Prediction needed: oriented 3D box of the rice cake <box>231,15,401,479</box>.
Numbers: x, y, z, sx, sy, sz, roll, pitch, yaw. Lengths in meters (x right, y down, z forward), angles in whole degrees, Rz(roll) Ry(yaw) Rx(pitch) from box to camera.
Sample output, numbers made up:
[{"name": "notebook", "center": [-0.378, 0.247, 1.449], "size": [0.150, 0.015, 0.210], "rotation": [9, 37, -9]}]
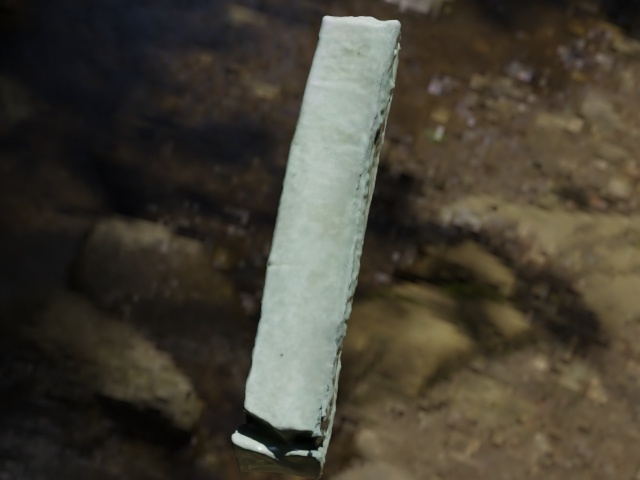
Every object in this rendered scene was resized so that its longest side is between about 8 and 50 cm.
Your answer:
[{"name": "rice cake", "center": [0.000, 0.000, 1.364], "size": [0.066, 0.063, 0.336], "rotation": [7, 69, 13]}]
